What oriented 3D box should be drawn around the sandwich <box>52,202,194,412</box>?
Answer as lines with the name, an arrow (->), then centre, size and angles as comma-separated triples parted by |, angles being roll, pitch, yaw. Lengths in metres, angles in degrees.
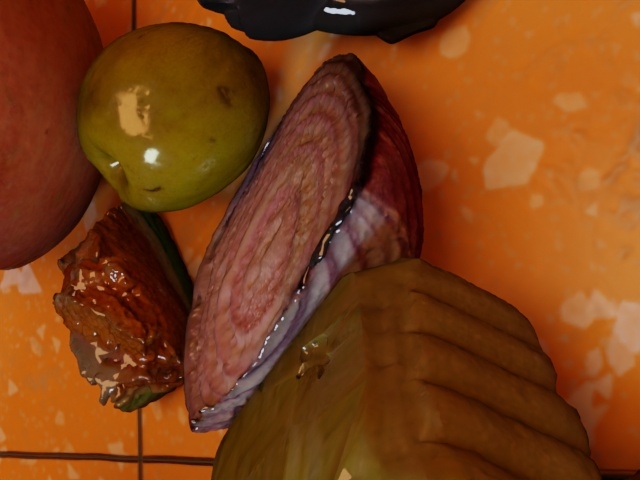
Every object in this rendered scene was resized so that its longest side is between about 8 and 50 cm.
sandwich -> -0.176, 0.051, 0.666 | 0.109, 0.160, 0.185 | -32, 72, 9

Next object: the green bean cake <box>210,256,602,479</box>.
green bean cake -> 0.026, 0.151, 0.430 | 0.236, 0.124, 0.233 | -54, 20, 28

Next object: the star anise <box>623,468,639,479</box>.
star anise -> 0.136, 0.249, 0.443 | 0.237, 0.148, 0.347 | 37, 109, 54

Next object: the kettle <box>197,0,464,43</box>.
kettle -> 0.009, -0.288, 0.570 | 0.268, 0.207, 0.291 | 10, 96, 7

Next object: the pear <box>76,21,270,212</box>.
pear -> -0.119, -0.106, 0.645 | 0.148, 0.149, 0.162 | 26, 68, 34

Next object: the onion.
onion -> 0.000, 0.000, 0.582 | 0.250, 0.111, 0.248 | -55, 22, 28

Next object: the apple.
apple -> -0.363, -0.138, 0.698 | 0.363, 0.363, 0.364 | -5, 82, 34
